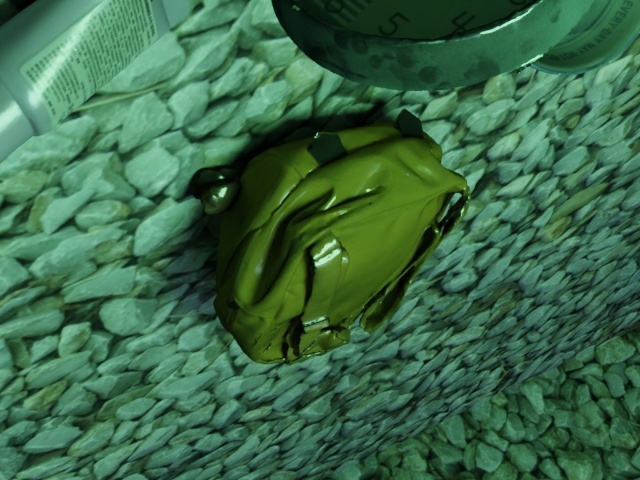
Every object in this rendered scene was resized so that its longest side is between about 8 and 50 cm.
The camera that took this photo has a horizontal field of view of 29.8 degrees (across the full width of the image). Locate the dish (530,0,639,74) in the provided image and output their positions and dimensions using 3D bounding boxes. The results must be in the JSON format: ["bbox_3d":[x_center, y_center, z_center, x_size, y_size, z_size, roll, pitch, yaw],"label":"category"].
[{"bbox_3d":[0.246,-0.327,1.336,0.273,0.134,0.273,-8,107,-29],"label":"dish"}]

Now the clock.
[{"bbox_3d":[0.098,-0.270,1.057,0.312,0.312,0.061,-31,148,-6],"label":"clock"}]

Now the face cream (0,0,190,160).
[{"bbox_3d":[-0.231,-0.178,1.099,0.274,0.096,0.154,-41,155,-17],"label":"face cream"}]

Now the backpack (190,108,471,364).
[{"bbox_3d":[0.002,0.005,1.558,0.353,0.201,0.378,-11,144,-43],"label":"backpack"}]
